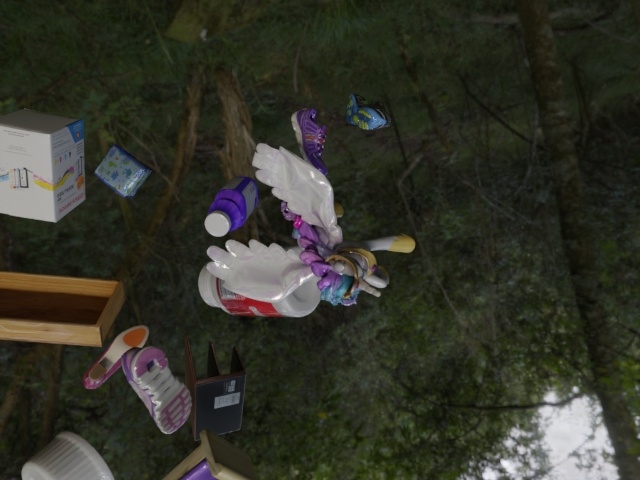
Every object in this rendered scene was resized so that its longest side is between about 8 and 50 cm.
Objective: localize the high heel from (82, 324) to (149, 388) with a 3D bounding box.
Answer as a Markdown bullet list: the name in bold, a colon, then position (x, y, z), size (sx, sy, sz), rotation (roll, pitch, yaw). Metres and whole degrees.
- **high heel**: position (-0.642, 0.367, 1.686), size (0.117, 0.082, 0.244), rotation (-43, -171, 48)

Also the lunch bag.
- **lunch bag**: position (-0.683, -0.238, 1.840), size (0.151, 0.128, 0.096), rotation (36, -178, -2)

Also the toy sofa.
- **toy sofa**: position (-0.281, 0.556, 1.012), size (0.363, 0.177, 0.150), rotation (-41, 126, 0)

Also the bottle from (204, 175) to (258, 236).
- **bottle**: position (-0.250, -0.094, 1.511), size (0.092, 0.118, 0.283), rotation (4, -156, 7)

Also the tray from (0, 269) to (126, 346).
- **tray**: position (-0.751, 0.173, 1.402), size (0.412, 0.076, 0.202), rotation (4, -149, -3)

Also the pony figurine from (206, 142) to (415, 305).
- **pony figurine**: position (0.000, 0.000, 1.074), size (0.351, 0.302, 0.363), rotation (27, -164, 16)

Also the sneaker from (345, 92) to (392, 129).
- **sneaker**: position (0.112, -0.302, 1.270), size (0.078, 0.067, 0.188), rotation (1, -153, -21)

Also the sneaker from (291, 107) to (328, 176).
- **sneaker**: position (-0.014, -0.221, 1.190), size (0.071, 0.169, 0.068), rotation (-20, 167, 13)

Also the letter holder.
- **letter holder**: position (-0.344, 0.446, 1.696), size (0.152, 0.214, 0.301), rotation (-7, 132, -22)

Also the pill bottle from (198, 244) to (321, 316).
- **pill bottle**: position (-0.211, 0.139, 1.784), size (0.408, 0.228, 0.229), rotation (-5, 174, 38)

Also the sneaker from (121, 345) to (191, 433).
- **sneaker**: position (-0.369, 0.322, 1.183), size (0.105, 0.236, 0.095), rotation (7, -145, 37)

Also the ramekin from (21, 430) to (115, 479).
- **ramekin**: position (-0.730, 0.706, 1.545), size (0.277, 0.277, 0.135), rotation (-17, -170, 37)

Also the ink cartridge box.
- **ink cartridge box**: position (-0.717, -0.192, 1.359), size (0.168, 0.232, 0.171), rotation (10, -155, 0)
